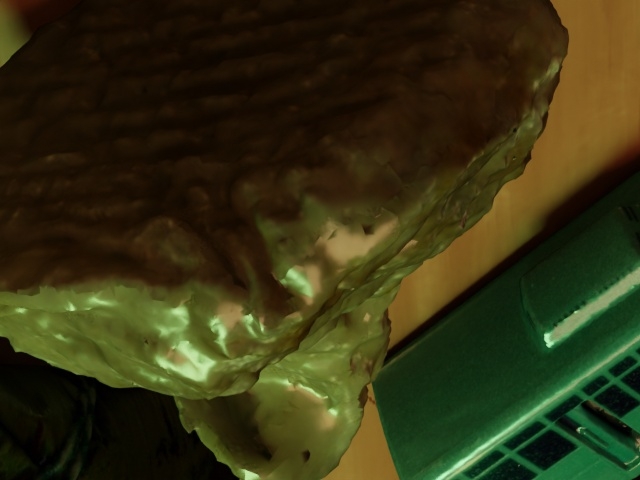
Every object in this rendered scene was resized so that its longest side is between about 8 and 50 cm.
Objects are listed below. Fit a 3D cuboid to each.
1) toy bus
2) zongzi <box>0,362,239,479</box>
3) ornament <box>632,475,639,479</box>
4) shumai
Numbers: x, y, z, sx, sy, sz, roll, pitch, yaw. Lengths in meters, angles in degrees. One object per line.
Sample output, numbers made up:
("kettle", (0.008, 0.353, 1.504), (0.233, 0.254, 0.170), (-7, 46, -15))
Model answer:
("toy bus", (0.167, 0.075, 1.229), (0.256, 0.128, 0.147), (-39, 131, 22))
("zongzi", (-0.183, 0.269, 1.143), (0.319, 0.362, 0.383), (7, 131, -49))
("ornament", (0.279, 0.135, 1.362), (0.088, 0.081, 0.203), (1, 130, -22))
("shumai", (0.000, 0.000, 0.995), (0.314, 0.267, 0.262), (-22, 134, 11))
